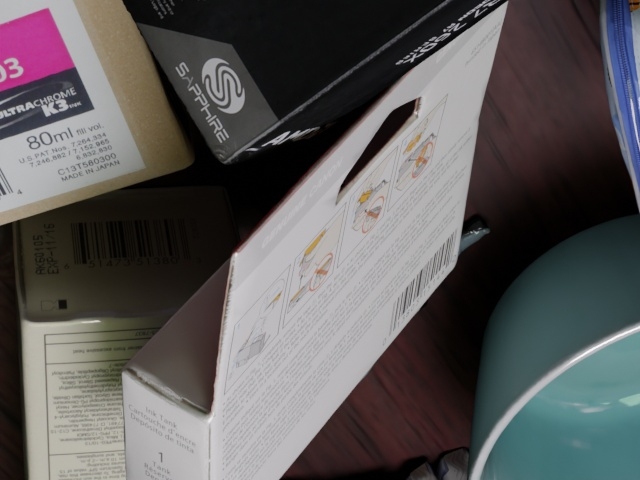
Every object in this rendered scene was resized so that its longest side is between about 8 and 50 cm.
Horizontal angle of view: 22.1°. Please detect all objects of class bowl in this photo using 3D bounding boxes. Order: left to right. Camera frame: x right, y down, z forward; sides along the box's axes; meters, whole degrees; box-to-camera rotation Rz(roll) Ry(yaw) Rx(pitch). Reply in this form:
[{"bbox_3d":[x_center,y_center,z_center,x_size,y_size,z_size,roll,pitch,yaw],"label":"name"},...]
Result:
[{"bbox_3d":[0.235,0.098,1.153,0.312,0.163,0.311,-7,134,-8],"label":"bowl"}]

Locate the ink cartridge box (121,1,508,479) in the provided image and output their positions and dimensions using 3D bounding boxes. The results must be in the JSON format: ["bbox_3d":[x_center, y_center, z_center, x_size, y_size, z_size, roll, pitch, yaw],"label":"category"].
[{"bbox_3d":[0.000,0.000,0.932,0.066,0.296,0.261,26,138,19],"label":"ink cartridge box"}]

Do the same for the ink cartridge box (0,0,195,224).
[{"bbox_3d":[-0.210,-0.100,0.913,0.235,0.088,0.193,-18,135,3],"label":"ink cartridge box"}]

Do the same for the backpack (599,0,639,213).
[{"bbox_3d":[0.262,-0.125,0.911,0.213,0.276,0.263,-4,131,8],"label":"backpack"}]

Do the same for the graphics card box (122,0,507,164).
[{"bbox_3d":[0.048,-0.225,0.740,0.371,0.232,0.094,-35,174,25],"label":"graphics card box"}]

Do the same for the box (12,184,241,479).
[{"bbox_3d":[-0.131,0.120,1.110,0.148,0.121,0.311,-3,132,-13],"label":"box"}]

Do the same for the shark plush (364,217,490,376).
[{"bbox_3d":[0.049,0.038,1.149,0.161,0.073,0.067,-54,145,7],"label":"shark plush"}]

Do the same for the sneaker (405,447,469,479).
[{"bbox_3d":[0.032,0.284,1.298,0.316,0.127,0.182,-9,131,-8],"label":"sneaker"}]
